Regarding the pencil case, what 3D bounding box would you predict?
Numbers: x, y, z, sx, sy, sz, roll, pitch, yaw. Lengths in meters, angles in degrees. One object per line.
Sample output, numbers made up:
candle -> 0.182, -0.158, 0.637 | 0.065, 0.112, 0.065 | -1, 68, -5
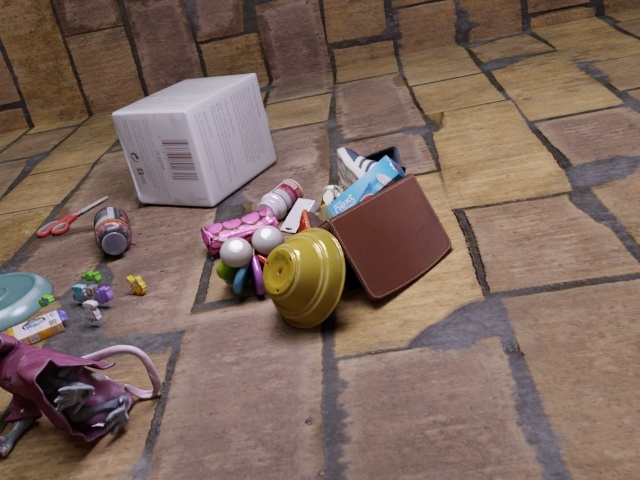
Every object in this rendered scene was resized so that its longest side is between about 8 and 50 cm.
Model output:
pencil case -> -0.213, -0.025, 1.911 | 0.209, 0.095, 0.098 | -20, -4, -15

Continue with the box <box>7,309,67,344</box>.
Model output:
box -> -0.679, 0.213, 1.706 | 0.136, 0.028, 0.081 | -21, 26, -22

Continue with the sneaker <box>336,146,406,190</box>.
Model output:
sneaker -> 0.160, -0.183, 2.030 | 0.148, 0.131, 0.350 | -20, 36, -12

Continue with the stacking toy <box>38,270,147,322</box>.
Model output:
stacking toy -> -0.572, 0.137, 1.773 | 0.221, 0.052, 0.167 | 3, 23, 31

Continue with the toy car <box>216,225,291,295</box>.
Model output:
toy car -> -0.150, 0.064, 1.668 | 0.182, 0.159, 0.136 | -21, 63, -18

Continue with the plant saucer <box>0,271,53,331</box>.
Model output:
plant saucer -> -0.876, 0.165, 1.879 | 0.318, 0.043, 0.317 | -11, 25, 5

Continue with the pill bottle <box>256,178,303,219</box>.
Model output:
pill bottle -> -0.120, -0.112, 2.049 | 0.086, 0.086, 0.152 | 4, 30, 31

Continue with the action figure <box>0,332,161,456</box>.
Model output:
action figure -> -0.537, 0.239, 1.333 | 0.370, 0.248, 0.276 | 10, 33, 34

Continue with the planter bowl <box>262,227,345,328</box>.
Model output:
planter bowl -> -0.056, 0.071, 1.479 | 0.090, 0.217, 0.217 | 15, 1, -44

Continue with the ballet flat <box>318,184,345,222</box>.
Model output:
ballet flat -> 0.036, -0.119, 2.007 | 0.080, 0.073, 0.232 | -9, 25, 8

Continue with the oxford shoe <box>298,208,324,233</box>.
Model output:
oxford shoe -> 0.000, 0.000, 1.785 | 0.098, 0.097, 0.271 | 3, 27, -13

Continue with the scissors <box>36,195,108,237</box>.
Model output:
scissors -> -0.844, -0.087, 2.404 | 0.109, 0.021, 0.297 | -4, 28, 22

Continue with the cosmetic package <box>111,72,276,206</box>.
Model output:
cosmetic package -> -0.408, -0.340, 2.369 | 0.327, 0.329, 0.394 | 4, 29, 31

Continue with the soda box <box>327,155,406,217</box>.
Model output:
soda box -> 0.124, -0.119, 1.831 | 0.210, 0.067, 0.071 | -41, 56, 19

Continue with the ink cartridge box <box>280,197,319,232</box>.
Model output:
ink cartridge box -> -0.059, -0.063, 1.973 | 0.063, 0.029, 0.115 | 11, 62, 40

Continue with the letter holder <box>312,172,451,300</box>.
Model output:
letter holder -> 0.132, 0.013, 1.636 | 0.302, 0.214, 0.152 | -31, -1, -38

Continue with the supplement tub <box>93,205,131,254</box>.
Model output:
supplement tub -> -0.609, -0.025, 2.073 | 0.106, 0.106, 0.198 | -18, 27, -12

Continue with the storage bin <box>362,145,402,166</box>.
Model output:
storage bin -> 0.167, -0.245, 2.195 | 0.135, 0.098, 0.091 | -24, 17, -23
